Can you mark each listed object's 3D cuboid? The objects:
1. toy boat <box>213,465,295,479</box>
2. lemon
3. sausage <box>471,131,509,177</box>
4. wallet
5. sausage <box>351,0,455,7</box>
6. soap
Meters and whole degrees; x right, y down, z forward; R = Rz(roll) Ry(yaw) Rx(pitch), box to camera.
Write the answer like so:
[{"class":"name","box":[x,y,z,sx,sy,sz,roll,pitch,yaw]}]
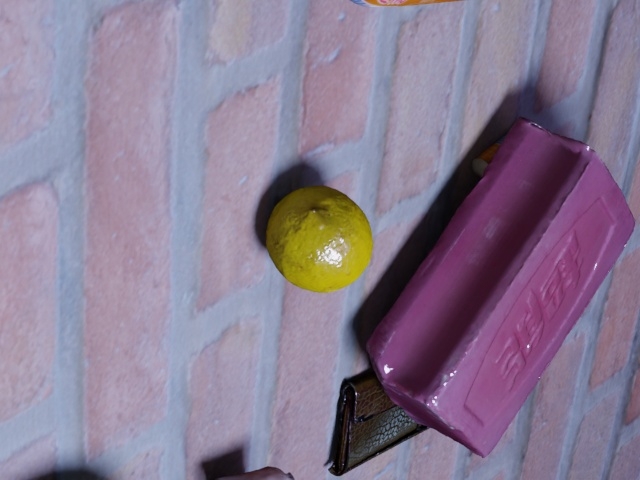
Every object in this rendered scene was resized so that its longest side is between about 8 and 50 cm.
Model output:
[{"class":"toy boat","box":[-0.160,0.359,1.912,0.282,0.096,0.206,-24,149,-30]},{"class":"lemon","box":[0.000,0.000,1.795,0.109,0.109,0.133,-51,149,-12]},{"class":"sausage","box":[0.227,-0.113,2.088,0.107,0.031,0.031,-36,142,-31]},{"class":"wallet","box":[0.106,0.204,2.176,0.243,0.039,0.132,-20,128,-48]},{"class":"sausage","box":[0.093,-0.270,1.736,0.234,0.071,0.071,-14,127,-48]},{"class":"soap","box":[0.214,0.060,2.069,0.359,0.128,0.233,-56,148,-7]}]
